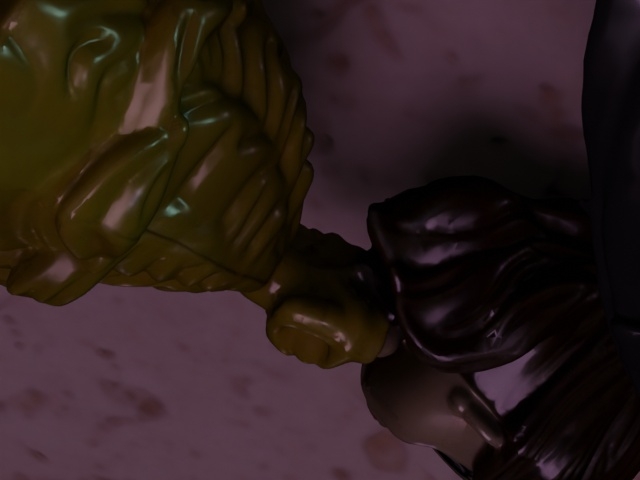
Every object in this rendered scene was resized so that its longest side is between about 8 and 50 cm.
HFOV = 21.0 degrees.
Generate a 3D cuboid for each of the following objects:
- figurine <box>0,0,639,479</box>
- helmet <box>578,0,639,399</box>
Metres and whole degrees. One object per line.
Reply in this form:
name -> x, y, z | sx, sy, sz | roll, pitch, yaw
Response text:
figurine -> -0.003, 0.003, 0.612 | 0.315, 0.168, 0.187 | 35, 171, -25
helmet -> 0.205, -0.027, 0.527 | 0.230, 0.160, 0.279 | -21, 105, 28
